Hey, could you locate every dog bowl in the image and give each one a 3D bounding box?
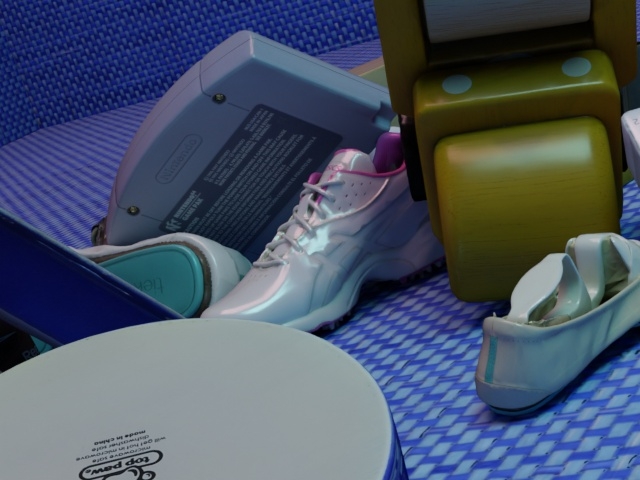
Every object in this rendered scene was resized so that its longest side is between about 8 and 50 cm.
[{"bbox_3d":[-0.083,0.151,0.759,0.264,0.104,0.265,-9,29,5],"label":"dog bowl"}]

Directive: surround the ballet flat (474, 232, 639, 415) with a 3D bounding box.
[{"bbox_3d":[0.188,0.038,1.090,0.086,0.086,0.248,-8,16,41],"label":"ballet flat"}]

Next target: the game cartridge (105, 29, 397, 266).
[{"bbox_3d":[-0.082,-0.077,1.522,0.297,0.198,0.062,-47,31,38],"label":"game cartridge"}]

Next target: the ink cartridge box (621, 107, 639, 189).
[{"bbox_3d":[0.391,-0.032,1.070,0.296,0.066,0.261,-17,45,2],"label":"ink cartridge box"}]

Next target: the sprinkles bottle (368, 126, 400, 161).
[{"bbox_3d":[-0.029,-0.049,1.709,0.121,0.121,0.355,-28,15,-37],"label":"sprinkles bottle"}]

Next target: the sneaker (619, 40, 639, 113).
[{"bbox_3d":[0.262,-0.135,1.663,0.222,0.118,0.083,-18,12,1],"label":"sneaker"}]

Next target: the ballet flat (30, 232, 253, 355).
[{"bbox_3d":[-0.234,0.061,1.565,0.400,0.139,0.139,-6,17,32],"label":"ballet flat"}]

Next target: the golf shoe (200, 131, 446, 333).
[{"bbox_3d":[0.000,0.000,1.407,0.306,0.140,0.115,-29,18,-36],"label":"golf shoe"}]

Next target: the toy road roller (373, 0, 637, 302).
[{"bbox_3d":[0.159,-0.102,1.246,0.202,0.330,0.241,-8,46,6],"label":"toy road roller"}]

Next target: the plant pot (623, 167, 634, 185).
[{"bbox_3d":[0.269,-0.095,1.561,0.081,0.083,0.081,-6,18,45],"label":"plant pot"}]

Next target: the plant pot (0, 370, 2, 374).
[{"bbox_3d":[-0.372,0.114,0.937,0.323,0.280,0.323,-32,15,10],"label":"plant pot"}]

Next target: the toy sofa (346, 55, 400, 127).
[{"bbox_3d":[0.093,-0.148,1.902,0.362,0.150,0.177,-26,10,-32],"label":"toy sofa"}]

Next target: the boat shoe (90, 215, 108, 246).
[{"bbox_3d":[-0.281,-0.009,2.054,0.049,0.056,0.152,-14,12,-7],"label":"boat shoe"}]

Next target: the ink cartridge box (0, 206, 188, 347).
[{"bbox_3d":[-0.232,0.036,1.232,0.071,0.324,0.330,-60,21,-7],"label":"ink cartridge box"}]

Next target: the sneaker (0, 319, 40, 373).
[{"bbox_3d":[-0.379,0.144,1.404,0.267,0.106,0.101,-22,14,-11],"label":"sneaker"}]
